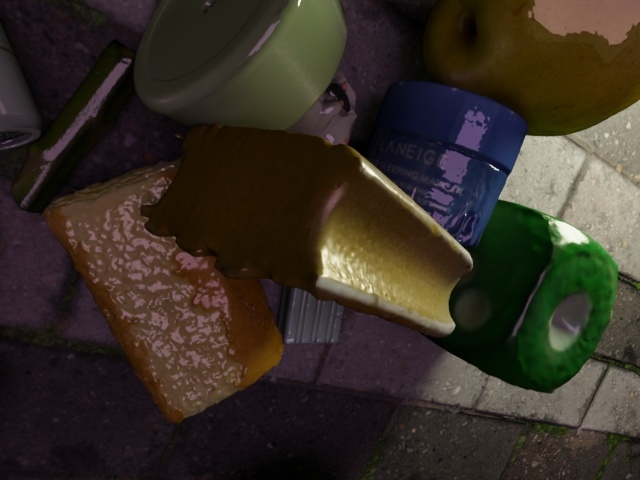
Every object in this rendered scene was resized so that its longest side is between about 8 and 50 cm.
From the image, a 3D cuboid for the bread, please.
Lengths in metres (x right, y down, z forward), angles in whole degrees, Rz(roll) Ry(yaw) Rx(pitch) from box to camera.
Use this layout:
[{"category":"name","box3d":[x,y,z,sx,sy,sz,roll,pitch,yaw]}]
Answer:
[{"category":"bread","box3d":[-0.217,0.067,0.636,0.236,0.165,0.376,-27,111,-16]}]

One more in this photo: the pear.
[{"category":"pear","box3d":[0.386,-0.354,0.665,0.417,0.362,0.363,-10,107,-21]}]

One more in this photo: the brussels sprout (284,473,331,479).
[{"category":"brussels sprout","box3d":[-0.042,0.630,0.778,0.314,0.276,0.371,-41,145,8]}]

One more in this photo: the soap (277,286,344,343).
[{"category":"soap","box3d":[-0.011,0.099,0.782,0.118,0.066,0.198,5,101,-24]}]

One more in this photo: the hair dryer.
[{"category":"hair dryer","box3d":[-0.546,-0.160,0.484,0.356,0.107,0.173,-20,97,-4]}]

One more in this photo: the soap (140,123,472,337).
[{"category":"soap","box3d":[0.000,0.000,0.515,0.335,0.293,0.156,28,81,-47]}]

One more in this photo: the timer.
[{"category":"timer","box3d":[-0.053,-0.230,0.600,0.291,0.290,0.315,-56,139,0]}]

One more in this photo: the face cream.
[{"category":"face cream","box3d":[0.196,-0.123,0.707,0.248,0.249,0.225,14,99,-25]}]

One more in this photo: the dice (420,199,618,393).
[{"category":"dice","box3d":[0.367,0.101,0.814,0.287,0.300,0.297,25,92,-29]}]

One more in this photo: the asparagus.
[{"category":"asparagus","box3d":[-0.351,-0.163,0.581,0.278,0.060,0.067,-52,131,-2]}]
